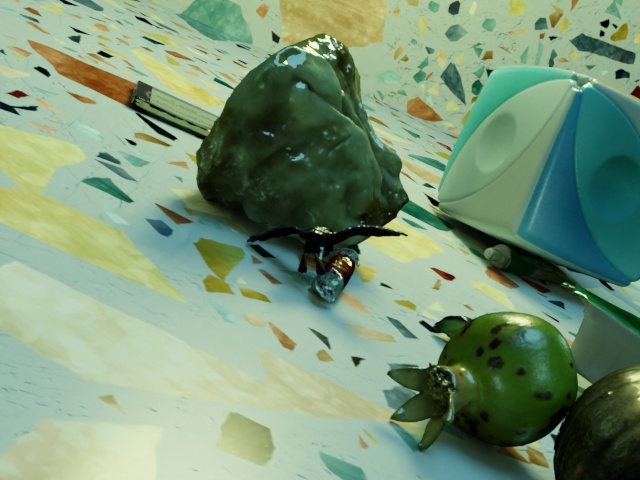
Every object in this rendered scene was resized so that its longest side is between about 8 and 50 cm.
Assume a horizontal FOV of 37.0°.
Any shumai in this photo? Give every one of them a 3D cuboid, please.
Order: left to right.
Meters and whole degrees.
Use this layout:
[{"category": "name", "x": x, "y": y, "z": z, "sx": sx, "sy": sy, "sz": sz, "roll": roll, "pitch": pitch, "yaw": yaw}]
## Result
[{"category": "shumai", "x": 0.003, "y": -0.115, "z": 1.368, "sx": 0.263, "sy": 0.309, "sz": 0.304, "roll": 42, "pitch": -14, "yaw": 5}]

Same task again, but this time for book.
[{"category": "book", "x": -0.235, "y": -0.223, "z": 1.753, "sx": 0.231, "sy": 0.026, "sz": 0.157, "roll": 23, "pitch": 14, "yaw": -15}]

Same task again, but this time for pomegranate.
[{"category": "pomegranate", "x": 0.179, "y": 0.163, "z": 1.020, "sx": 0.220, "sy": 0.156, "sz": 0.156, "roll": -31, "pitch": 53, "yaw": -33}]

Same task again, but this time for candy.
[{"category": "candy", "x": 0.018, "y": 0.046, "z": 1.275, "sx": 0.045, "sy": 0.043, "sz": 0.175, "roll": 26, "pitch": 20, "yaw": 6}]

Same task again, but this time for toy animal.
[{"category": "toy animal", "x": 0.000, "y": 0.000, "z": 1.249, "sx": 0.220, "sy": 0.062, "sz": 0.108, "roll": -1, "pitch": 19, "yaw": 18}]

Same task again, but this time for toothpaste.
[{"category": "toothpaste", "x": 0.404, "y": 0.047, "z": 1.865, "sx": 0.248, "sy": 0.047, "sz": 0.078, "roll": 15, "pitch": 19, "yaw": -40}]

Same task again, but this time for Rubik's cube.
[{"category": "Rubik's cube", "x": 0.488, "y": -0.135, "z": 1.929, "sx": 0.347, "sy": 0.352, "sz": 0.352, "roll": 20, "pitch": 7, "yaw": -23}]

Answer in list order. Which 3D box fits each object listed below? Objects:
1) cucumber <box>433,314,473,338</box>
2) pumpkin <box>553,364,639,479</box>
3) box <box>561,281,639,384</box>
[{"category": "cucumber", "x": 0.257, "y": 0.160, "z": 1.295, "sx": 0.220, "sy": 0.046, "sz": 0.070, "roll": 23, "pitch": 24, "yaw": -13}, {"category": "pumpkin", "x": 0.373, "y": 0.247, "z": 0.922, "sx": 0.320, "sy": 0.192, "sz": 0.320, "roll": 17, "pitch": 18, "yaw": -6}, {"category": "box", "x": 0.477, "y": 0.194, "z": 1.361, "sx": 0.336, "sy": 0.106, "sz": 0.264, "roll": 21, "pitch": 14, "yaw": -49}]
